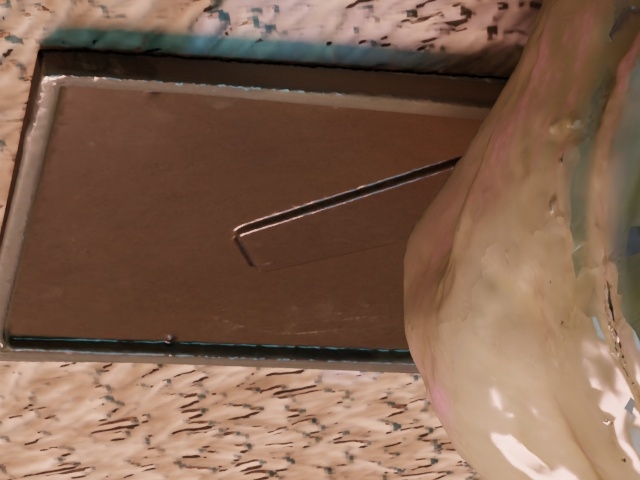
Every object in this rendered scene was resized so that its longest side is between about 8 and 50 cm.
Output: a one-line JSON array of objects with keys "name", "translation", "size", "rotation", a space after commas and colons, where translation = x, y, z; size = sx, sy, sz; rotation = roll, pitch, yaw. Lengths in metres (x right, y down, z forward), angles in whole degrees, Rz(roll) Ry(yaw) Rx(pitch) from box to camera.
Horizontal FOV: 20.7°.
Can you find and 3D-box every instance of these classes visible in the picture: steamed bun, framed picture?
[{"name": "steamed bun", "translation": [0.186, 0.003, 0.541], "size": [0.320, 0.275, 0.206], "rotation": [-26, -175, 4]}, {"name": "framed picture", "translation": [0.000, 0.000, 0.708], "size": [0.260, 0.023, 0.189], "rotation": [2, 142, -17]}]
